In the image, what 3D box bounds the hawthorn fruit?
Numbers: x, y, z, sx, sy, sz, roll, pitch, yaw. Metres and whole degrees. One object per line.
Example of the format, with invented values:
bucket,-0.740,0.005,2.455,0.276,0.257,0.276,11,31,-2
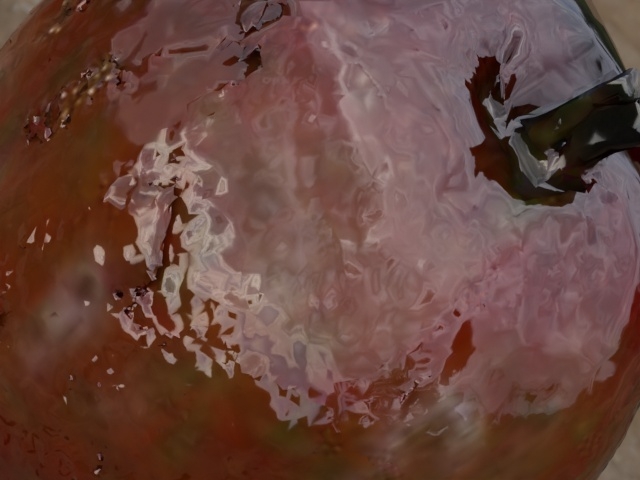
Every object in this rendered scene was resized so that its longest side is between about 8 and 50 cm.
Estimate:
hawthorn fruit,-0.010,0.003,0.726,0.316,0.316,0.316,21,46,-24
